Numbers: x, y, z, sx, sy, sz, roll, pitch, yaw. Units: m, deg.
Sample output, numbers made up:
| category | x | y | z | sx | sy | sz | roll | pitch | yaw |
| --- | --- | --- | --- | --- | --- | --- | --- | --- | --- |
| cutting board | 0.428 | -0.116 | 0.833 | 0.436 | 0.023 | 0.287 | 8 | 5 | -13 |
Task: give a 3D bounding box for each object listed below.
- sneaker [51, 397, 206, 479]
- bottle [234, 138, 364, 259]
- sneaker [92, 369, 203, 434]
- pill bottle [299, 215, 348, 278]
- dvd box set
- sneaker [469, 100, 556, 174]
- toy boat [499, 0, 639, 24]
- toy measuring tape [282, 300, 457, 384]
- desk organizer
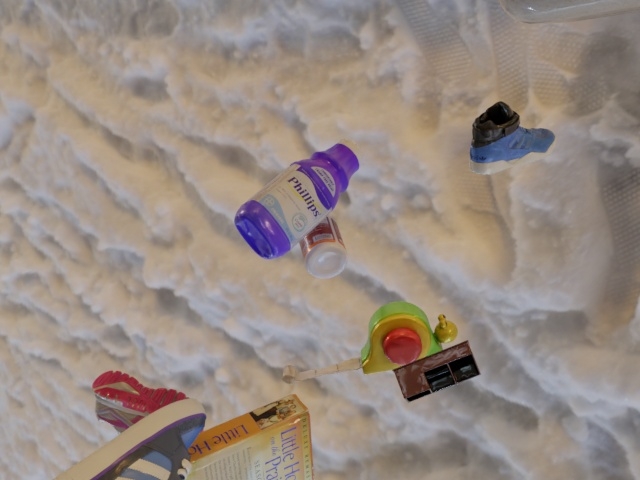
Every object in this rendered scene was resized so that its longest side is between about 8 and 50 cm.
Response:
| category | x | y | z | sx | sy | sz | roll | pitch | yaw |
| --- | --- | --- | --- | --- | --- | --- | --- | --- | --- |
| sneaker | -0.219 | 0.372 | 0.909 | 0.236 | 0.323 | 0.130 | 50 | 130 | 12 |
| bottle | -0.028 | -0.087 | 1.315 | 0.118 | 0.283 | 0.092 | 54 | 150 | -11 |
| sneaker | -0.370 | 0.374 | 1.515 | 0.252 | 0.103 | 0.111 | 23 | 121 | 7 |
| pill bottle | 0.000 | 0.000 | 1.412 | 0.152 | 0.086 | 0.086 | -106 | 24 | -54 |
| dvd box set | -0.204 | 0.451 | 1.149 | 0.062 | 0.421 | 0.307 | 39 | 140 | 49 |
| sneaker | 0.266 | -0.151 | 0.967 | 0.058 | 0.152 | 0.084 | 37 | 140 | 51 |
| toy boat | 0.238 | -0.243 | 0.501 | 0.231 | 0.151 | 0.151 | 3 | 107 | 40 |
| toy measuring tape | 0.082 | 0.180 | 1.287 | 0.330 | 0.121 | 0.121 | -11 | 101 | 6 |
| desk organizer | 0.187 | 0.211 | 1.134 | 0.047 | 0.130 | 0.050 | 55 | -167 | -64 |
